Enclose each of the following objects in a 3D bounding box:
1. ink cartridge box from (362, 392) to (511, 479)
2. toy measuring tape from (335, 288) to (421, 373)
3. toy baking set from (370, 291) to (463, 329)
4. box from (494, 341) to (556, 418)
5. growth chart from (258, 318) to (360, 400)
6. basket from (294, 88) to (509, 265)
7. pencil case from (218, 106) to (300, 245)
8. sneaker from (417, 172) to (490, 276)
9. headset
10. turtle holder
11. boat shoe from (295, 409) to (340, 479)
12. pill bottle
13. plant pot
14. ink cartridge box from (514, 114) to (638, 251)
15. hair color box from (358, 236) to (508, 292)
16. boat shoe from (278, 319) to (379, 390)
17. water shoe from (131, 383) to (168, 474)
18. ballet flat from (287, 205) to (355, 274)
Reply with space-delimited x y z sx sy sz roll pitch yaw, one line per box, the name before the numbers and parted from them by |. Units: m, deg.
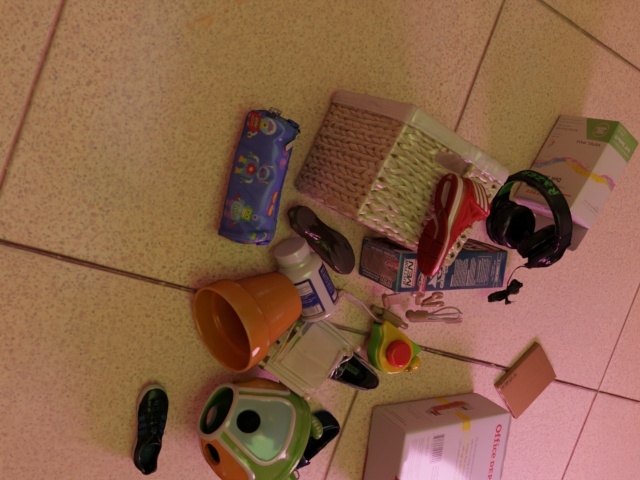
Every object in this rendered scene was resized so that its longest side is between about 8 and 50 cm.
ink cartridge box | 0.330 0.605 1.968 0.385 0.160 0.279 0 104 -30
toy measuring tape | 0.136 0.256 1.798 0.330 0.121 0.121 39 83 -23
toy baking set | 0.258 0.191 1.813 0.256 0.197 0.030 37 46 -44
box | 0.648 0.443 2.190 0.201 0.021 0.164 -42 120 -14
growth chart | -0.029 0.263 1.643 0.172 0.021 0.237 43 47 9
basket | 0.176 -0.143 1.580 0.328 0.331 0.266 26 92 -33
pencil case | -0.129 -0.137 1.523 0.119 0.133 0.306 0 107 -64
sneaker | 0.290 -0.023 1.452 0.128 0.087 0.221 8 108 -29
headset | 0.543 0.001 1.895 0.185 0.243 0.394 -24 134 -22
turtle holder | -0.138 0.411 1.599 0.227 0.243 0.320 41 83 -30
boat shoe | -0.062 0.531 1.764 0.258 0.089 0.109 -43 120 -13
pill bottle | -0.037 0.090 1.647 0.112 0.112 0.186 -33 117 -18
plant pot | -0.151 0.164 1.565 0.188 0.205 0.205 -26 116 -39
ink cartridge box | 0.693 -0.165 1.940 0.119 0.207 0.353 32 86 -34
hair color box | 0.292 0.057 1.790 0.347 0.174 0.105 -1 103 -30
boat shoe | 0.028 0.300 1.744 0.306 0.105 0.113 41 82 -31
water shoe | -0.374 0.425 1.562 0.073 0.080 0.203 3 102 -31
ballet flat | 0.000 0.000 1.684 0.250 0.058 0.084 43 59 -37
